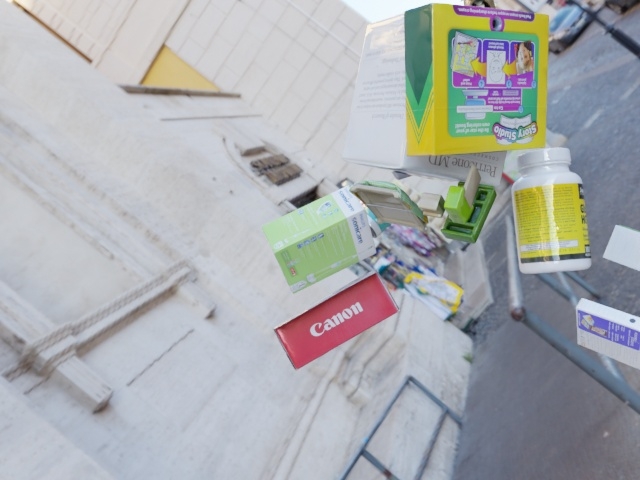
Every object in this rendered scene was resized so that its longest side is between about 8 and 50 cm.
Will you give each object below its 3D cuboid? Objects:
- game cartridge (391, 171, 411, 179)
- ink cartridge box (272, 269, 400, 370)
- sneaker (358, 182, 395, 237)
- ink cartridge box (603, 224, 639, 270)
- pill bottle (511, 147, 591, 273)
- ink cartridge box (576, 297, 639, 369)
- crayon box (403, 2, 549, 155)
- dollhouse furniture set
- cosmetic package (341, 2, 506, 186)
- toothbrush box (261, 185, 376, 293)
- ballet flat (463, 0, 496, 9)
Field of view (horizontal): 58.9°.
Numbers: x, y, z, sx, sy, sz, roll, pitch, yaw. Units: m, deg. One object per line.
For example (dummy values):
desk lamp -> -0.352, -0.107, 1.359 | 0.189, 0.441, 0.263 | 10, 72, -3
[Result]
game cartridge -> 0.283, -0.361, 1.871 | 0.198, 0.297, 0.062 | -19, 9, -14
ink cartridge box -> 0.040, 0.208, 1.498 | 0.309, 0.130, 0.272 | -30, -5, -2
sneaker -> 0.185, -0.127, 1.939 | 0.178, 0.124, 0.295 | -36, 29, -5
ink cartridge box -> 0.972, 0.039, 1.689 | 0.062, 0.209, 0.109 | 1, -70, -46
pill bottle -> 0.637, -0.079, 1.579 | 0.188, 0.188, 0.334 | 90, 175, -86
ink cartridge box -> 0.790, 0.256, 1.504 | 0.045, 0.208, 0.206 | -50, -41, -19
crayon box -> 0.362, -0.358, 1.301 | 0.363, 0.313, 0.106 | -8, 12, -29
dollhouse furniture set -> 0.259, -0.124, 1.441 | 0.197, 0.301, 0.151 | 44, -114, -50
cosmetic package -> 0.301, -0.372, 1.542 | 0.327, 0.329, 0.393 | 22, 104, 63
toothbrush box -> 0.000, 0.000, 1.652 | 0.283, 0.122, 0.206 | -25, -41, -4
ballet flat -> 0.536, -0.635, 1.812 | 0.116, 0.342, 0.124 | -11, 32, 21
